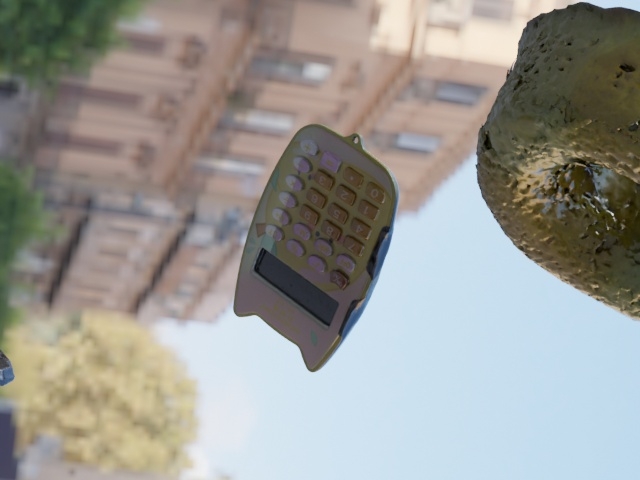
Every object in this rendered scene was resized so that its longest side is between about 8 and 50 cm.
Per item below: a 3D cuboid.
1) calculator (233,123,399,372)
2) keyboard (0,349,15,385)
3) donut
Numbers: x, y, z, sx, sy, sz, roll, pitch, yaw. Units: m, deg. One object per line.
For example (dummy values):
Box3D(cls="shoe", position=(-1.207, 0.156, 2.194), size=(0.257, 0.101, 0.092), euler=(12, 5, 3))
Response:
Box3D(cls="calculator", position=(0.000, 0.000, 1.941), size=(0.157, 0.033, 0.236), euler=(37, -62, 31))
Box3D(cls="keyboard", position=(-0.296, 0.058, 1.436), size=(0.262, 0.106, 0.016), euler=(32, -67, 62))
Box3D(cls="donut", position=(0.230, -0.040, 1.453), size=(0.107, 0.272, 0.272), euler=(-49, 176, -26))
